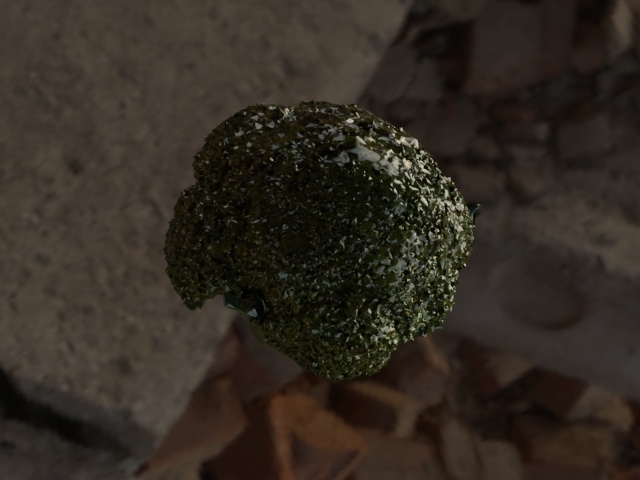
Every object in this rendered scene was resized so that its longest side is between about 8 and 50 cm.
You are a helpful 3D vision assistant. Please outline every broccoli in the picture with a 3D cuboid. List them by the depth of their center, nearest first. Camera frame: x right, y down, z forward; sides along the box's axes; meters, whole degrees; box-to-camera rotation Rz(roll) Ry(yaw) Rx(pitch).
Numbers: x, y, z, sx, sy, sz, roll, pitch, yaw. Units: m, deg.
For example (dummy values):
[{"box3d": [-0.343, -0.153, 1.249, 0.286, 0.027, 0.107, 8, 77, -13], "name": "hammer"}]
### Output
[{"box3d": [0.000, 0.000, 0.820, 0.130, 0.120, 0.131, 26, 48, -8], "name": "broccoli"}]
